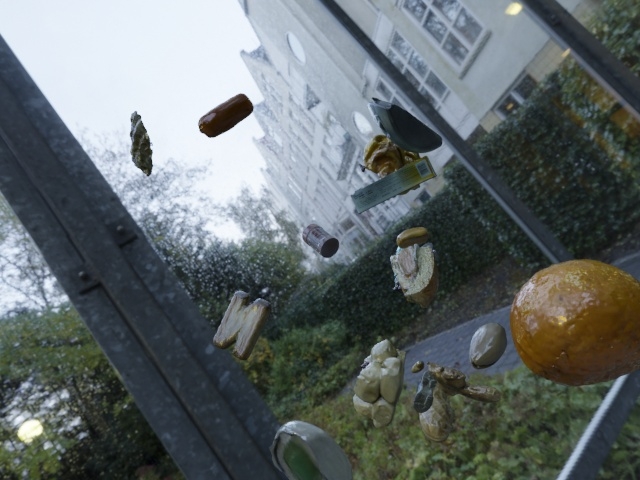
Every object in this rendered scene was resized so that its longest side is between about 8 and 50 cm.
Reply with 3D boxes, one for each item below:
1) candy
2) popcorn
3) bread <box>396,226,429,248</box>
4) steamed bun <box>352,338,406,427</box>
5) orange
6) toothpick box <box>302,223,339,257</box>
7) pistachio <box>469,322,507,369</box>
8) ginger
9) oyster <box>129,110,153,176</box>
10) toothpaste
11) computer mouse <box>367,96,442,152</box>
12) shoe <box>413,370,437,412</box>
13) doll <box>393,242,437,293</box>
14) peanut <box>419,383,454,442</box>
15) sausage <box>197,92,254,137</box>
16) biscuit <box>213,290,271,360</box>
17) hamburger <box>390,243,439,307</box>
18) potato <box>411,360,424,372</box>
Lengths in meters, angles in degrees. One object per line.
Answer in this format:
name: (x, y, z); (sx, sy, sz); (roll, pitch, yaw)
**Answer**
candy: (-0.044, 0.969, 1.816); (0.186, 0.386, 0.426); (-36, -17, -47)
popcorn: (0.378, -0.368, 2.006); (0.316, 0.297, 0.281); (19, -44, -42)
bread: (0.329, -0.015, 1.482); (0.116, 0.056, 0.082); (-16, -28, 1)
steamed bun: (0.140, 0.335, 1.004); (0.177, 0.106, 0.192); (-66, -9, -53)
orange: (0.660, 0.204, 1.058); (0.342, 0.293, 0.340); (-9, -38, -7)
toothpick box: (0.000, 0.000, 1.782); (0.099, 0.149, 0.098); (-20, -53, -29)
pistachio: (0.720, 0.452, 1.776); (0.226, 0.136, 0.136); (-48, -5, -21)
ginger: (0.437, 0.441, 1.266); (0.214, 0.132, 0.059); (3, 42, 40)
oyster: (-0.634, -0.341, 1.438); (0.072, 0.133, 0.208); (-21, -51, -32)
toothpaste: (0.263, -0.201, 1.516); (0.313, 0.089, 0.071); (-26, 2, 23)
computer mouse: (0.324, -0.441, 1.638); (0.121, 0.371, 0.188); (-59, 29, 8)
shoe: (0.424, 0.620, 1.692); (0.099, 0.071, 0.168); (84, -152, -71)
doll: (0.385, 0.101, 1.773); (0.258, 0.153, 0.195); (-63, 21, 6)
peanut: (0.512, 0.744, 1.839); (0.154, 0.140, 0.325); (-17, 21, 22)
sausage: (-0.353, -0.462, 1.540); (0.238, 0.098, 0.098); (-43, -6, -25)
biscuit: (-0.368, 0.397, 1.948); (0.062, 0.237, 0.290); (41, -113, -53)
hamburger: (0.301, 0.122, 1.218); (0.136, 0.155, 0.207); (-26, 23, 11)
potato: (0.479, 0.620, 2.016); (0.045, 0.047, 0.092); (-46, -13, -53)
